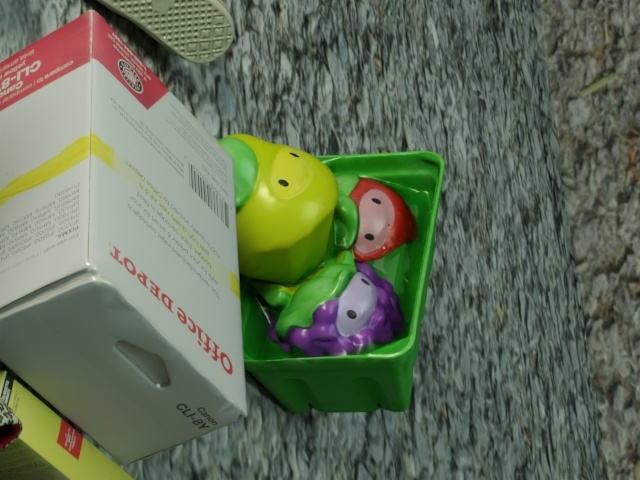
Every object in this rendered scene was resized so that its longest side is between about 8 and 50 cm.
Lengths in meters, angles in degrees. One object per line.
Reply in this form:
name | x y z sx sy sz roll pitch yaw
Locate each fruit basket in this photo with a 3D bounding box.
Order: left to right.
fruit basket | 0.000 0.000 2.127 0.392 0.283 0.392 -2 90 -74

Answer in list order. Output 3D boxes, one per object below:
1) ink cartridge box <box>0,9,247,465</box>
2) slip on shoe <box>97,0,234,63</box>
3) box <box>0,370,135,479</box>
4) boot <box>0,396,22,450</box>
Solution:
ink cartridge box | -0.219 -0.003 1.731 0.279 0.160 0.384 49 24 -40
slip on shoe | -0.235 -0.343 2.031 0.331 0.123 0.101 40 11 -39
box | -0.279 0.222 1.663 0.232 0.087 0.058 48 37 -38
boot | -0.378 0.119 1.470 0.178 0.085 0.236 51 19 17
